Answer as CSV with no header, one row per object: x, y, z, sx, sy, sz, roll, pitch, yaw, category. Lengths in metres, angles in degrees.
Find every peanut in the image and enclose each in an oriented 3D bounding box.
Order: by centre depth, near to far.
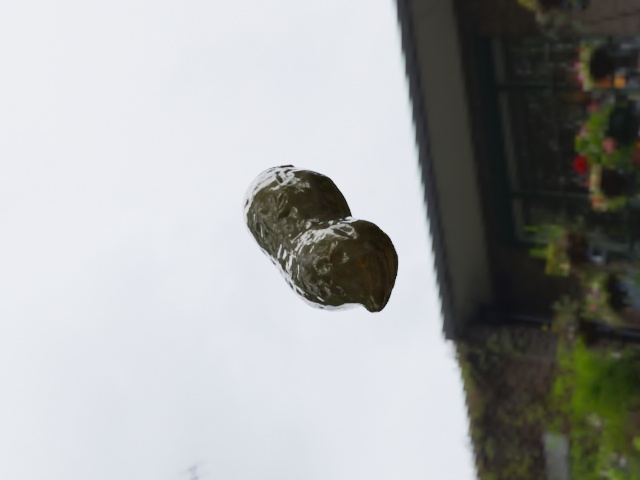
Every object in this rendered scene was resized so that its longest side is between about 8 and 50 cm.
0.000,0.000,0.451,0.037,0.083,0.037,-16,-57,-26,peanut
